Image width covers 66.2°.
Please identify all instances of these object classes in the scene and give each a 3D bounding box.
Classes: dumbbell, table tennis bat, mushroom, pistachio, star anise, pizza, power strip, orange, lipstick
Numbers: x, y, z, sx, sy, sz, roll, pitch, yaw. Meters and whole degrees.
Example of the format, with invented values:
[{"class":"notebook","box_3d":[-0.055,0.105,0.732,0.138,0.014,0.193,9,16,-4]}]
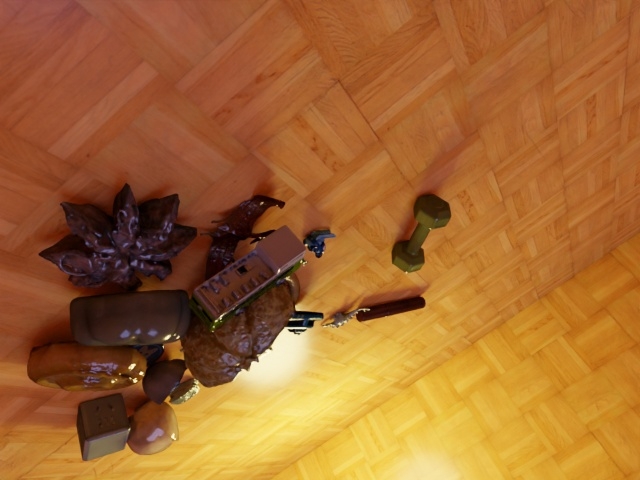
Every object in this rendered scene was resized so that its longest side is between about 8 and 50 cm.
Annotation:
[{"class":"dumbbell","box_3d":[0.331,-0.018,1.639,0.121,0.108,0.302,-11,142,-27]},{"class":"table tennis bat","box_3d":[-0.591,0.380,1.522,0.236,0.027,0.150,-39,147,8]},{"class":"mushroom","box_3d":[-0.511,0.445,1.586,0.117,0.141,0.188,31,133,-21]},{"class":"pistachio","box_3d":[-0.598,0.683,1.770,0.188,0.187,0.299,-18,152,-19]},{"class":"star anise","box_3d":[-0.428,0.012,1.075,0.332,0.117,0.331,-18,148,-11]},{"class":"pizza","box_3d":[-0.128,0.157,1.559,0.134,0.056,0.271,-27,147,-21]},{"class":"power strip","box_3d":[-0.734,0.640,1.647,0.139,0.140,0.224,-6,139,-35]},{"class":"orange","box_3d":[-0.262,0.226,1.377,0.210,0.271,0.369,38,108,-26]},{"class":"lipstick","box_3d":[0.304,0.289,2.075,0.357,0.057,0.057,-6,140,-33]}]

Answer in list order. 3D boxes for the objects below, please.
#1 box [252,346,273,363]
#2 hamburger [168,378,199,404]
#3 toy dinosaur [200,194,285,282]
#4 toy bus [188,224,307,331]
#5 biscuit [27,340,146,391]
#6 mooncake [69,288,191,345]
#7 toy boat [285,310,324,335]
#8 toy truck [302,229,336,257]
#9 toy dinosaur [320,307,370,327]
[{"class":"box","box_3d":[-0.306,0.399,1.751,0.211,0.045,0.270,-33,147,6]},{"class":"hamburger","box_3d":[-0.496,0.560,1.811,0.121,0.054,0.084,-33,146,-10]},{"class":"toy dinosaur","box_3d":[-0.207,0.008,1.249,0.327,0.113,0.206,-32,147,5]},{"class":"toy bus","box_3d":[-0.173,0.091,1.215,0.302,0.113,0.139,-36,167,-30]},{"class":"biscuit","box_3d":[-0.621,0.348,1.313,0.296,0.102,0.296,-3,152,-2]},{"class":"mooncake","box_3d":[-0.452,0.188,1.186,0.275,0.135,0.275,-4,171,-1]},{"class":"toy boat","box_3d":[-0.116,0.278,1.637,0.299,0.092,0.134,10,168,-42]},{"class":"toy truck","box_3d":[0.000,0.000,1.458,0.090,0.056,0.073,-42,141,-5]},{"class":"toy dinosaur","box_3d":[0.099,0.305,1.945,0.209,0.039,0.082,-24,151,9]}]
